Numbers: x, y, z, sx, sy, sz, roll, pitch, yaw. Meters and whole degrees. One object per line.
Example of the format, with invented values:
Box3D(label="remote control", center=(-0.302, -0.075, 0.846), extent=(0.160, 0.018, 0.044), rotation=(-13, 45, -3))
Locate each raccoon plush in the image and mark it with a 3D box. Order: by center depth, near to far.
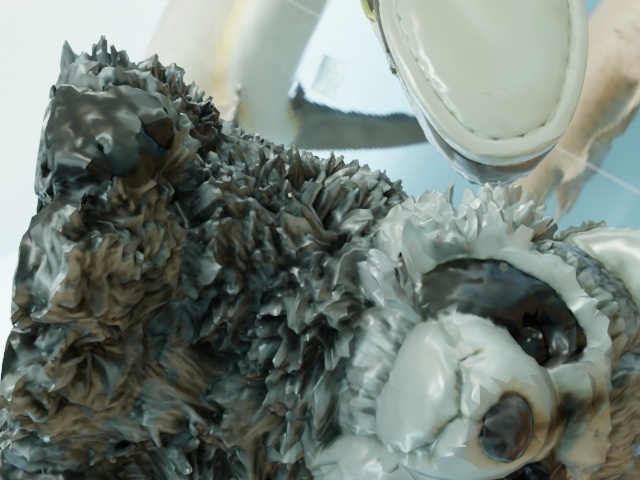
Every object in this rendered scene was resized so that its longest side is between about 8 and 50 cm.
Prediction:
Box3D(label="raccoon plush", center=(0.000, 0.000, 0.565), extent=(0.446, 0.299, 0.216), rotation=(-105, 26, -61))

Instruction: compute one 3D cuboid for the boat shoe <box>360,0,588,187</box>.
Box3D(label="boat shoe", center=(0.079, -0.156, 0.633), extent=(0.116, 0.324, 0.096), rotation=(-7, -34, -7))
